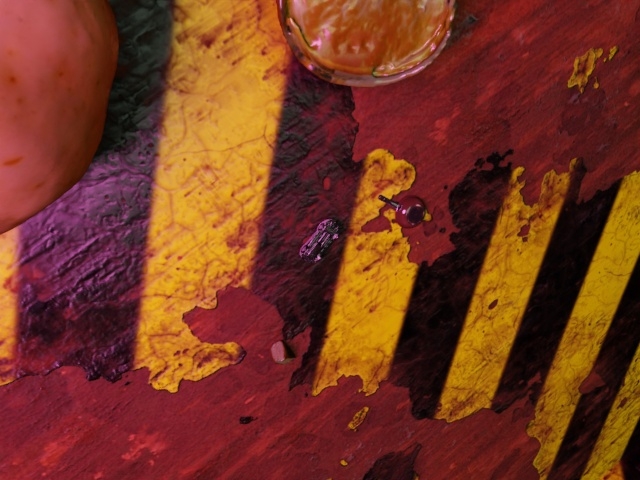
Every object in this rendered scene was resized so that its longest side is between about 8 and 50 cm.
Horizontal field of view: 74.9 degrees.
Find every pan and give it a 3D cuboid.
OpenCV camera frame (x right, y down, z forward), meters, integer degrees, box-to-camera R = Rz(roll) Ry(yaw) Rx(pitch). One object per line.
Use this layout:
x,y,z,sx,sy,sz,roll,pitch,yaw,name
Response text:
0.162,-0.061,0.817,0.116,0.023,0.068,21,100,-26,pan

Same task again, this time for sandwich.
-0.076,0.218,0.811,0.031,0.044,0.083,-34,159,-3,sandwich

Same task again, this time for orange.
0.068,-0.387,0.577,0.263,0.196,0.333,1,104,-7,orange

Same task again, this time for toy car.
0.000,0.000,0.773,0.041,0.025,0.093,36,96,-29,toy car

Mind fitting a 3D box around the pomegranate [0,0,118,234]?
-0.406,-0.177,0.356,0.413,0.411,0.410,-7,110,-19,pomegranate
